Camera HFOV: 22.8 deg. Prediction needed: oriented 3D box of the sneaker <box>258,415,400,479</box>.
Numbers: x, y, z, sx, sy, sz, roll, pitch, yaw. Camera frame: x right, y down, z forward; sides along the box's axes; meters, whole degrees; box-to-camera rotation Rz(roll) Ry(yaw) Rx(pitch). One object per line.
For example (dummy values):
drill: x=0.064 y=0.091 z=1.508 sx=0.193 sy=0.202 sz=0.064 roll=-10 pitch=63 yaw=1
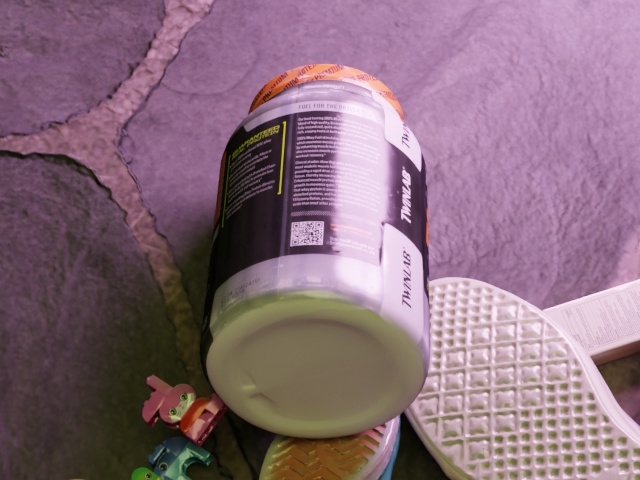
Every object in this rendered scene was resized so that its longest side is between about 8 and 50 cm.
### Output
sneaker: x=0.002 y=0.257 z=1.363 sx=0.108 sy=0.121 sz=0.302 roll=2 pitch=42 yaw=23

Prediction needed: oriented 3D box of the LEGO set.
LEGO set: x=-0.178 y=0.216 z=1.380 sx=0.093 sy=0.087 sz=0.227 roll=31 pitch=73 yaw=16

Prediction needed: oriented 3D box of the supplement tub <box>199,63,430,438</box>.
supplement tub: x=0.000 y=0.000 z=1.406 sx=0.194 sy=0.193 sz=0.316 roll=3 pitch=46 yaw=0

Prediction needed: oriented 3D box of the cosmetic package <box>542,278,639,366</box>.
cosmetic package: x=0.267 y=0.081 z=1.484 sx=0.115 sy=0.041 sz=0.060 roll=-16 pitch=65 yaw=-9

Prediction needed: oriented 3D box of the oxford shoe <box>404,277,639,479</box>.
oxford shoe: x=0.218 y=0.199 z=1.385 sx=0.169 sy=0.130 sz=0.449 roll=-43 pitch=57 yaw=-8
